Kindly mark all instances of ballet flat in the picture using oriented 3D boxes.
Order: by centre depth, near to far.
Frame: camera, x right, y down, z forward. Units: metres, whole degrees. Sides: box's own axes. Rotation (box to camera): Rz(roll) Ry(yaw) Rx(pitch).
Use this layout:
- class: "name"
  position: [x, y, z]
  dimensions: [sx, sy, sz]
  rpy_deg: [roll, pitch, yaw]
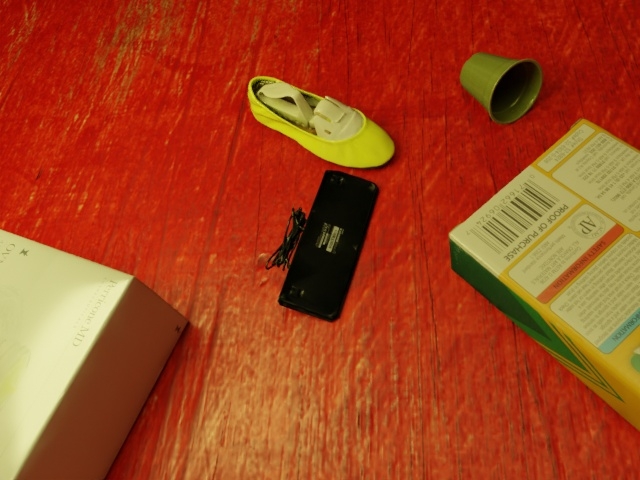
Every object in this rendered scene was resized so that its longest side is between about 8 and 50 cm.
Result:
- class: "ballet flat"
  position: [-0.009, -0.163, 0.723]
  dimensions: [0.231, 0.077, 0.077]
  rpy_deg: [28, 71, 27]

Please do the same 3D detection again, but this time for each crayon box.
- class: "crayon box"
  position: [0.310, 0.047, 0.516]
  dimensions: [0.203, 0.083, 0.323]
  rpy_deg: [-39, 58, -9]

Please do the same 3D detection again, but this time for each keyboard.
- class: "keyboard"
  position: [0.000, 0.000, 0.663]
  dimensions: [0.100, 0.038, 0.192]
  rpy_deg: [21, 65, -1]

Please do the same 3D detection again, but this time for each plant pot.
- class: "plant pot"
  position: [0.222, -0.202, 0.690]
  dimensions: [0.083, 0.083, 0.079]
  rpy_deg: [-33, 45, -5]

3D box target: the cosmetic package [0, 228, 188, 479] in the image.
- class: "cosmetic package"
  position: [-0.313, 0.132, 0.604]
  dimensions: [0.225, 0.138, 0.224]
  rpy_deg: [15, 66, 21]
